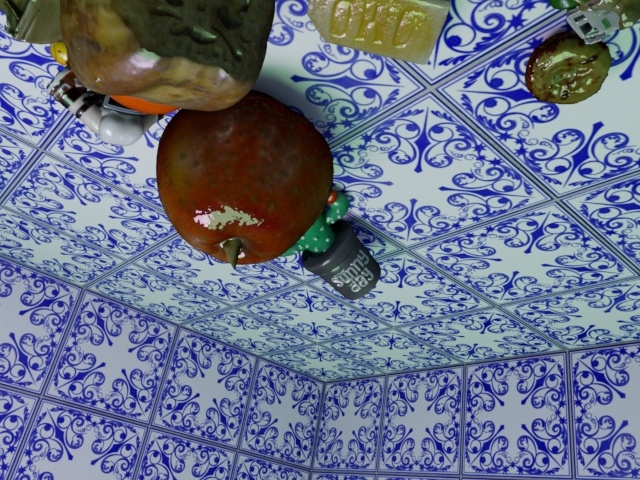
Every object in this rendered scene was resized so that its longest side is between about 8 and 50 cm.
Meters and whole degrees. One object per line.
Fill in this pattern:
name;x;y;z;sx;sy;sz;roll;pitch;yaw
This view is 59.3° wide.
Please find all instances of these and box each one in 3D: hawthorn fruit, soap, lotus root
hawthorn fruit;-0.167;-0.115;1.255;0.403;0.402;0.402;8;152;4
soap;0.095;-0.397;0.973;0.232;0.073;0.140;13;148;-2
lotus root;-0.207;-0.339;0.815;0.250;0.316;0.316;21;168;49

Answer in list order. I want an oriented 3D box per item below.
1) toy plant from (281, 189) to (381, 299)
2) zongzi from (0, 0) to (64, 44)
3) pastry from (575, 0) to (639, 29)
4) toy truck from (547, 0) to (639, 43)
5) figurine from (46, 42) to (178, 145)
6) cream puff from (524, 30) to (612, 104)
toy plant;0.010;-0.005;1.622;0.280;0.185;0.400;-24;122;38
zongzi;-0.475;-0.565;0.817;0.447;0.181;0.418;41;113;-13
pastry;0.393;-0.427;0.651;0.330;0.136;0.329;-4;117;-8
toy truck;0.379;-0.409;0.832;0.243;0.101;0.125;33;149;-32
figurine;-0.347;-0.326;1.096;0.320;0.196;0.323;-1;156;-45
cream puff;0.440;-0.313;1.003;0.149;0.084;0.149;6;149;4
